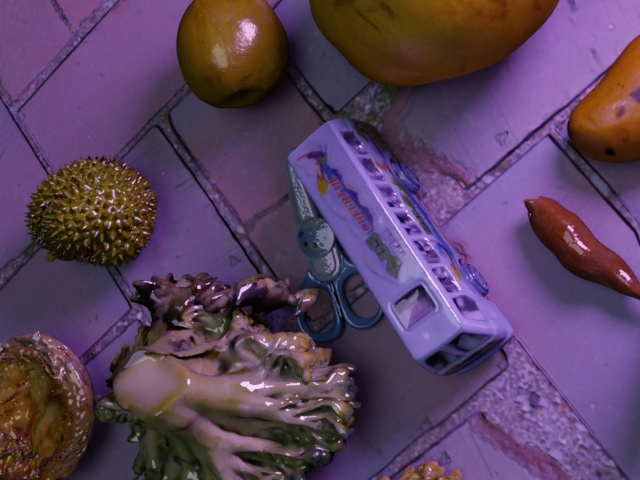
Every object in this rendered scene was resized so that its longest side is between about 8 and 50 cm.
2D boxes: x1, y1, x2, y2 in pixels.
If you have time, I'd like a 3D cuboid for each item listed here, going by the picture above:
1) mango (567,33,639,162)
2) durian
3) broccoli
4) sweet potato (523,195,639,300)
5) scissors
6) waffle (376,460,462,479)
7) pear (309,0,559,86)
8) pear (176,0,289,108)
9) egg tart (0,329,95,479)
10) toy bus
[{"bbox_3d":[0.357,-0.155,0.970,0.178,0.090,0.115,-50,56,17],"label":"mango"},{"bbox_3d":[-0.326,-0.043,1.247,0.198,0.146,0.159,4,85,22],"label":"durian"},{"bbox_3d":[-0.123,0.191,1.102,0.324,0.272,0.334,-31,61,-21],"label":"broccoli"},{"bbox_3d":[0.303,0.018,1.002,0.195,0.056,0.056,43,104,18],"label":"sweet potato"},{"bbox_3d":[0.000,0.000,1.155,0.125,0.030,0.256,-20,81,22],"label":"scissors"},{"bbox_3d":[0.136,0.352,1.054,0.192,0.046,0.160,40,100,22],"label":"waffle"},{"bbox_3d":[0.127,-0.325,1.016,0.336,0.285,0.284,8,89,65],"label":"pear"},{"bbox_3d":[-0.116,-0.253,1.171,0.149,0.149,0.162,-19,68,22],"label":"pear"},{"bbox_3d":[-0.418,0.247,1.298,0.232,0.098,0.252,25,100,18],"label":"egg tart"},{"bbox_3d":[0.090,0.005,1.054,0.109,0.136,0.329,-40,70,19],"label":"toy bus"}]
